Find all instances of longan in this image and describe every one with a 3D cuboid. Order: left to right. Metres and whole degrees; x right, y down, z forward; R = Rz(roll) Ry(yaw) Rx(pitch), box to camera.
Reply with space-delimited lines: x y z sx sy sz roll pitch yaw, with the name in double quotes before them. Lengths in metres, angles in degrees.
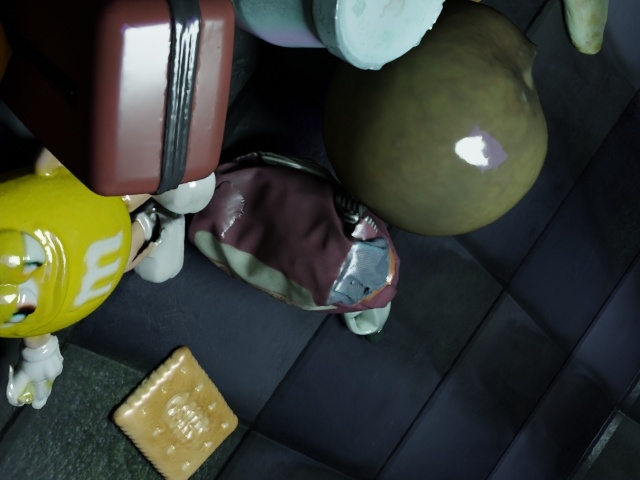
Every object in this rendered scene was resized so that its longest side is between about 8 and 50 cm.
"longan" 0.152 -0.160 1.442 0.319 0.319 0.319 -29 135 -33

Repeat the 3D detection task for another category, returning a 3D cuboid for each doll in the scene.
"doll" -0.305 0.018 1.355 0.423 0.161 0.348 -47 146 -28

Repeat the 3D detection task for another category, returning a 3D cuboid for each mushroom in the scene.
"mushroom" 0.466 -0.460 1.960 0.107 0.087 0.333 -47 147 -7

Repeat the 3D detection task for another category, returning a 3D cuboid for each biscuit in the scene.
"biscuit" -0.222 0.283 1.747 0.160 0.030 0.249 -45 142 -17

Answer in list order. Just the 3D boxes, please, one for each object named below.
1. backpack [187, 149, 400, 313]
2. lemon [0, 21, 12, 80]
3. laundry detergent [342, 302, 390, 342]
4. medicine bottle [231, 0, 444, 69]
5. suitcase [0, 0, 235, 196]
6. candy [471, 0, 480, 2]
"backpack" 0.000 0.000 1.598 0.197 0.283 0.317 -62 154 7
"lemon" -0.380 -0.201 1.135 0.114 0.114 0.155 -47 148 -14
"laundry detergent" 0.075 0.102 1.930 0.099 0.070 0.225 -49 145 -26
"medicine bottle" -0.011 -0.346 1.308 0.245 0.290 0.245 -30 136 -33
"suitcase" -0.224 -0.196 1.168 0.161 0.297 0.236 -13 125 -34
"candy" 0.244 -0.466 1.685 0.143 0.101 0.271 -32 144 -19
